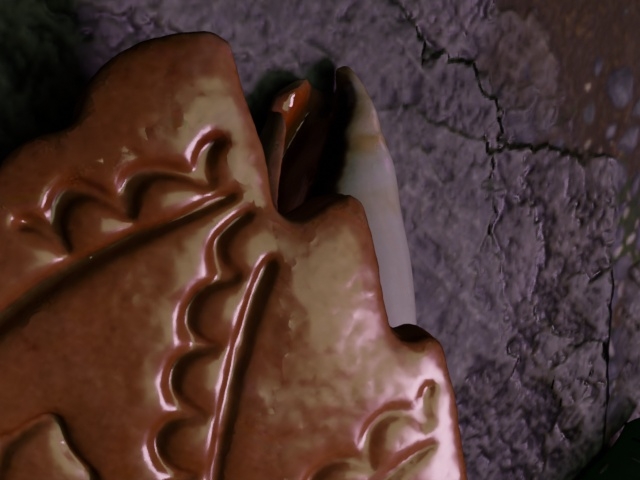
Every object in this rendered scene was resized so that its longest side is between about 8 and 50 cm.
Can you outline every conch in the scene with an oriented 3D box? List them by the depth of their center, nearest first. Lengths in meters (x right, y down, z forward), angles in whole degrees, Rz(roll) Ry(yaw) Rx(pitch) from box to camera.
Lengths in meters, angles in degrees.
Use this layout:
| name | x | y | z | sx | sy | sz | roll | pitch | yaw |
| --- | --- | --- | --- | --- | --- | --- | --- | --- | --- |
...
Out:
| name | x | y | z | sx | sy | sz | roll | pitch | yaw |
| --- | --- | --- | --- | --- | --- | --- | --- | --- | --- |
| conch | 0.003 | 0.001 | 0.580 | 0.104 | 0.094 | 0.176 | 7 | 97 | -13 |

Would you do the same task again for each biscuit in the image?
| name | x | y | z | sx | sy | sz | roll | pitch | yaw |
| --- | --- | --- | --- | --- | --- | --- | --- | --- | --- |
| biscuit | -0.054 | 0.072 | 0.508 | 0.306 | 0.043 | 0.284 | 30 | 94 | -15 |

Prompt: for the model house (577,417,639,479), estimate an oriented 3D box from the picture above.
| name | x | y | z | sx | sy | sz | roll | pitch | yaw |
| --- | --- | --- | --- | --- | --- | --- | --- | --- | --- |
| model house | 0.224 | 0.217 | 0.803 | 0.167 | 0.117 | 0.088 | -42 | 128 | -25 |
